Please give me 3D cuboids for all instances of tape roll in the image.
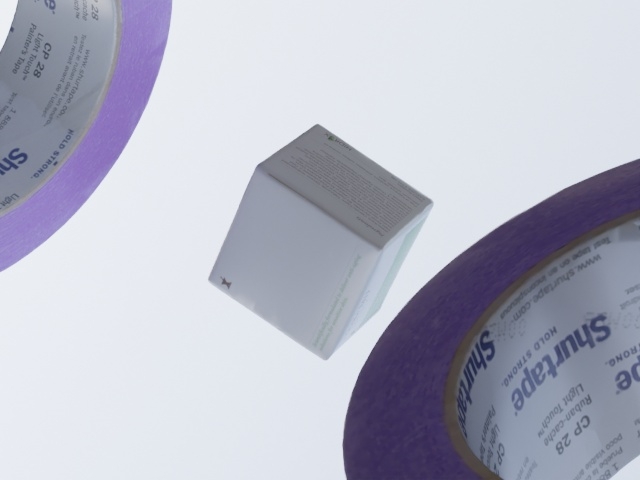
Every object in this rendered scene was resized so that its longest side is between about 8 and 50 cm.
[{"bbox_3d":[0.106,0.054,0.460,0.189,0.080,0.189,-19,-152,11],"label":"tape roll"},{"bbox_3d":[-0.210,-0.105,0.973,0.090,0.275,0.275,33,-112,28],"label":"tape roll"}]

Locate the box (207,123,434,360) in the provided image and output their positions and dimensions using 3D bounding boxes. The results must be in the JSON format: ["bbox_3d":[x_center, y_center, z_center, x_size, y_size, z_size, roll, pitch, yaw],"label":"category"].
[{"bbox_3d":[0.000,0.000,1.140,0.087,0.102,0.101,-38,159,-54],"label":"box"}]
